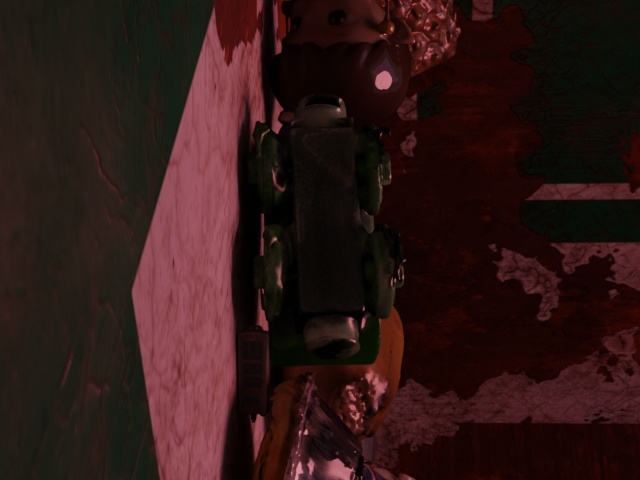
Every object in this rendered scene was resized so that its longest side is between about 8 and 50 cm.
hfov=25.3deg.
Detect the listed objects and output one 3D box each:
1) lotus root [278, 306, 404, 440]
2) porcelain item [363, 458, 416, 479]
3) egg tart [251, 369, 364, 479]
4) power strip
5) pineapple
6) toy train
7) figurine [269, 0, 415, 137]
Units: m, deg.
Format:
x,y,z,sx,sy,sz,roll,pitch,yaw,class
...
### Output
x,y,z,sx,sy,sz,roll,pitch,yaw,class
0.019,0.127,1.530,0.303,0.130,0.146,-74,-174,-71,lotus root
0.038,0.389,1.884,0.288,0.138,0.186,90,18,-72,porcelain item
-0.013,0.228,1.219,0.234,0.094,0.234,8,90,-85,egg tart
-0.056,0.114,1.214,0.017,0.027,0.083,-24,114,-83,power strip
0.056,-0.372,1.846,0.202,0.202,0.362,-82,157,-62,pineapple
0.000,0.000,1.290,0.188,0.132,0.243,97,-9,-66,toy train
0.012,-0.207,1.448,0.158,0.161,0.276,0,86,-45,figurine
